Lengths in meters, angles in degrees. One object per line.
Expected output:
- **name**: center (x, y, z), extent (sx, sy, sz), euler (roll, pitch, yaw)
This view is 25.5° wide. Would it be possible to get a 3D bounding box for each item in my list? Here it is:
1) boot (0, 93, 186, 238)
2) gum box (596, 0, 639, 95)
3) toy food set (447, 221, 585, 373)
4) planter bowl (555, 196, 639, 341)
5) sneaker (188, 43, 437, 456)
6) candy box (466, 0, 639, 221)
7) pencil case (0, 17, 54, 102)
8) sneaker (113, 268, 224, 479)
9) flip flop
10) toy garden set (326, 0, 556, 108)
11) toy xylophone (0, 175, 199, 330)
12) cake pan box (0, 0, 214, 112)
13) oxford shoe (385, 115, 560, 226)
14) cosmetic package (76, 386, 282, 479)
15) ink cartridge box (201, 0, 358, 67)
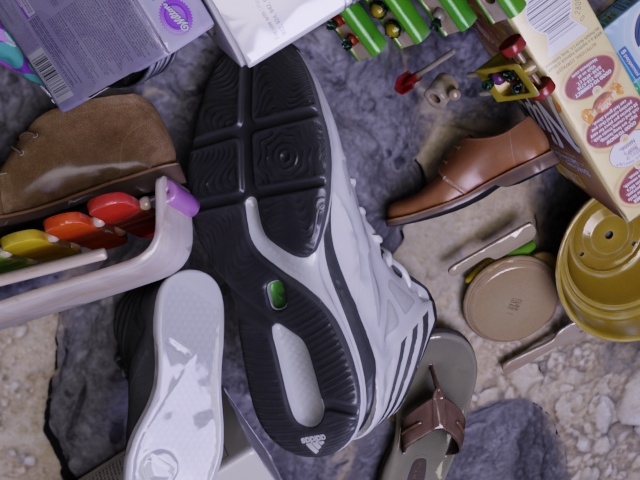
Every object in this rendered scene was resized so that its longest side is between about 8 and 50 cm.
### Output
- **boot**: center (-0.304, -0.068, 1.484), extent (0.305, 0.112, 0.115), euler (-18, 92, -11)
- **gum box**: center (0.406, -0.229, 1.652), extent (0.184, 0.041, 0.157), euler (-39, 116, 0)
- **toy food set**: center (0.235, 0.066, 1.726), extent (0.132, 0.038, 0.192), euler (-28, 122, 3)
- **planter bowl**: center (0.365, 0.007, 1.706), extent (0.217, 0.090, 0.217), euler (-6, 112, -15)
- **sneaker**: center (-0.001, 0.001, 1.578), extent (0.169, 0.257, 0.447), euler (-11, 88, 26)
- **candy box**: center (0.260, -0.186, 1.545), extent (0.087, 0.183, 0.316), euler (-35, 117, 0)
- **pencil case**: center (-0.306, -0.196, 1.436), extent (0.151, 0.064, 0.070), euler (26, 86, -24)
- **sneaker**: center (-0.175, 0.176, 1.559), extent (0.104, 0.147, 0.296), euler (7, 88, -24)
- **flip flop**: center (0.133, 0.236, 1.733), extent (0.112, 0.080, 0.277), euler (6, 109, -19)
- **toy garden set**: center (0.109, -0.208, 1.458), extent (0.204, 0.244, 0.049), euler (51, 57, -23)
- **toy xylophone**: center (-0.277, 0.019, 1.424), extent (0.322, 0.236, 0.081), euler (-16, 80, -1)
- **cake pan box**: center (-0.236, -0.257, 1.303), extent (0.070, 0.246, 0.267), euler (-38, 101, -30)
- **oxford shoe**: center (0.163, -0.076, 1.617), extent (0.212, 0.076, 0.076), euler (-26, 87, 15)
- **cosmetic package**: center (-0.190, 0.323, 1.632), extent (0.296, 0.153, 0.129), euler (-32, 118, -1)
- **ink cartridge box**: center (-0.004, -0.296, 1.320), extent (0.273, 0.198, 0.115), euler (-32, 117, -4)
